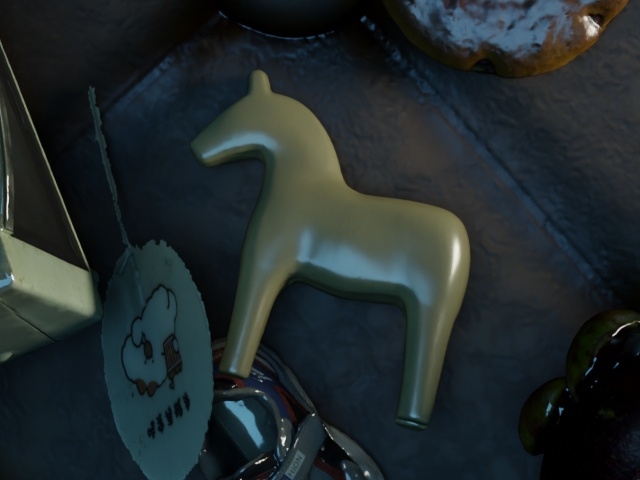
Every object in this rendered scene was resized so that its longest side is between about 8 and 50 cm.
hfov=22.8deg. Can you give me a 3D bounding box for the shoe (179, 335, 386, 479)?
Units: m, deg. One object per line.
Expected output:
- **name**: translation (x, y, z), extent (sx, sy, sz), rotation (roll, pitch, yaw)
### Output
- **shoe**: translation (-0.028, 0.172, 1.196), extent (0.099, 0.125, 0.227), rotation (-39, 84, 6)

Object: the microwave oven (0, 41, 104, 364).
- **microwave oven**: translation (-0.375, -0.074, 1.142), extent (0.333, 0.247, 0.394), rotation (-23, 78, -2)

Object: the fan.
- **fan**: translation (-0.140, 0.027, 1.220), extent (0.009, 0.191, 0.329), rotation (-4, 67, -32)

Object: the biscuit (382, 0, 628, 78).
- **biscuit**: translation (0.137, -0.228, 1.195), extent (0.212, 0.036, 0.212), rotation (0, 92, 9)

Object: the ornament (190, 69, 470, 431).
- **ornament**: translation (0.000, 0.000, 1.205), extent (0.230, 0.061, 0.245), rotation (12, 75, 4)

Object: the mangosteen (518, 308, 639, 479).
- **mangosteen**: translation (0.241, 0.164, 1.123), extent (0.210, 0.210, 0.210), rotation (0, 92, 9)

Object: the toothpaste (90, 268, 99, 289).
- **toothpaste**: translation (-0.296, 0.082, 1.276), extent (0.268, 0.047, 0.069), rotation (-23, 102, 11)
